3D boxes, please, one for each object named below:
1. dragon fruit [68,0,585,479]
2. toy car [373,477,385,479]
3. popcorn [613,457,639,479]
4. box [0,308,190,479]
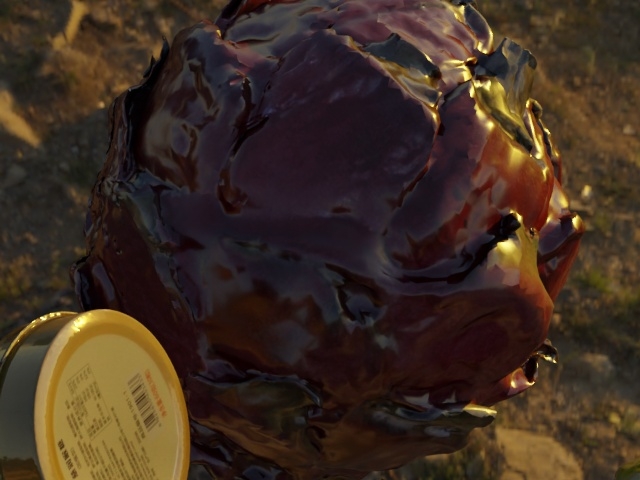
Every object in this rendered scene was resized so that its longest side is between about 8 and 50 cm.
[{"bbox_3d":[0.001,0.001,0.763,0.329,0.329,0.329,-3,49,4],"label":"dragon fruit"},{"bbox_3d":[0.082,0.283,1.125,0.054,0.143,0.073,-41,31,-12],"label":"toy car"},{"bbox_3d":[0.197,0.163,0.634,0.109,0.097,0.089,-7,27,-16],"label":"popcorn"},{"bbox_3d":[-0.098,0.081,0.512,0.037,0.105,0.105,-13,45,27],"label":"box"}]
